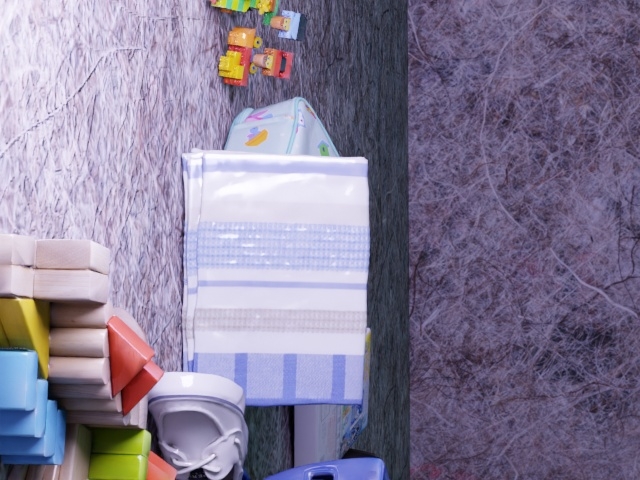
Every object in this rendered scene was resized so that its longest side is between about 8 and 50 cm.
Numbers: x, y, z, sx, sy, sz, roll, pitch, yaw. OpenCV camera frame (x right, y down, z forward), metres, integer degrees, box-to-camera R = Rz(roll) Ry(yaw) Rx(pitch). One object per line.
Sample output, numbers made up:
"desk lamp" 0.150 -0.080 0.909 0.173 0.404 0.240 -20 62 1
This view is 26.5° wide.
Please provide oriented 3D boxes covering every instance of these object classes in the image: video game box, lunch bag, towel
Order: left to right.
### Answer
"towel" -0.050 0.041 1.496 0.034 0.209 0.285 -170 -99 -81
"lunch bag" -0.044 -0.014 1.663 0.224 0.108 0.279 60 31 -44
"video game box" 0.019 0.262 2.135 0.187 0.048 0.205 -44 144 -46

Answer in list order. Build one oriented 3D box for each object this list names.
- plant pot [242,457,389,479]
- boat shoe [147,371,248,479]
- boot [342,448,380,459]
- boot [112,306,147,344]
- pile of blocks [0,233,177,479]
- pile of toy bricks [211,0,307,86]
"plant pot" -0.025 0.400 1.616 0.236 0.212 0.236 75 19 -56
"boat shoe" -0.125 0.209 1.399 0.267 0.096 0.088 89 1 -65
"boot" 0.041 0.415 2.337 0.305 0.112 0.115 51 51 -78
"boot" -0.186 0.079 1.161 0.087 0.042 0.118 50 7 -44
"pile of blocks" -0.175 0.137 1.026 0.362 0.113 0.149 80 14 -46
"pile of toy bricks" -0.089 -0.288 1.581 0.105 0.118 0.212 3 98 -48
